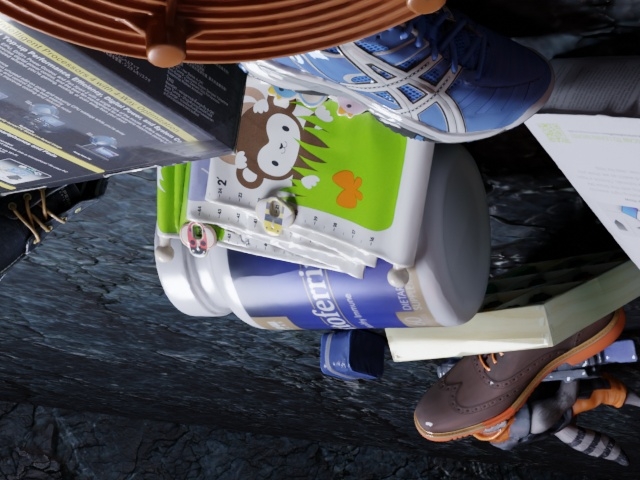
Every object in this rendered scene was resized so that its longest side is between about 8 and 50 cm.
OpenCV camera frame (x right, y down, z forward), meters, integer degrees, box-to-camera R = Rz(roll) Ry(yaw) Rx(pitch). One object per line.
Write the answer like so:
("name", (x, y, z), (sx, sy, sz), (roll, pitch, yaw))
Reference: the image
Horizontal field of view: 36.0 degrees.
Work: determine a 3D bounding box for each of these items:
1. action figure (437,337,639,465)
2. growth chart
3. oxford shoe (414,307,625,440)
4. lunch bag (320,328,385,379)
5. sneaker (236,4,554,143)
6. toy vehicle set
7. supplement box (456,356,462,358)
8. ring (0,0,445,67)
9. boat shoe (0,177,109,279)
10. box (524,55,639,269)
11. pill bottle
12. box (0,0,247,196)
("action figure", (0.346, 0.234, 1.403), (0.330, 0.178, 0.341), (6, 166, -32))
("growth chart", (-0.027, -0.050, 0.738), (0.237, 0.172, 0.021), (7, -157, 22))
("oxford shoe", (0.209, 0.123, 1.112), (0.271, 0.097, 0.098), (-37, 132, 4))
("lunch bag", (0.047, 0.169, 1.457), (0.065, 0.067, 0.098), (-10, 157, 40))
("sneaker", (0.049, -0.116, 0.603), (0.211, 0.080, 0.081), (9, 163, -12))
("toy vehicle set", (0.204, 0.055, 0.932), (0.166, 0.035, 0.267), (-12, -177, 41))
("supplement box", (0.147, 0.089, 1.165), (0.056, 0.083, 0.083), (4, 161, 1))
("ring", (-0.037, -0.174, 0.409), (0.337, 0.032, 0.336), (-6, 153, -3))
("boat shoe", (-0.247, -0.026, 0.838), (0.083, 0.183, 0.065), (-9, 128, 25))
("box", (0.303, 0.004, 0.650), (0.322, 0.058, 0.232), (45, 164, -31))
("pill bottle", (0.000, 0.000, 0.845), (0.265, 0.153, 0.153), (-4, 159, 27))
("box", (-0.287, -0.142, 0.609), (0.318, 0.097, 0.395), (-5, 158, 34))
